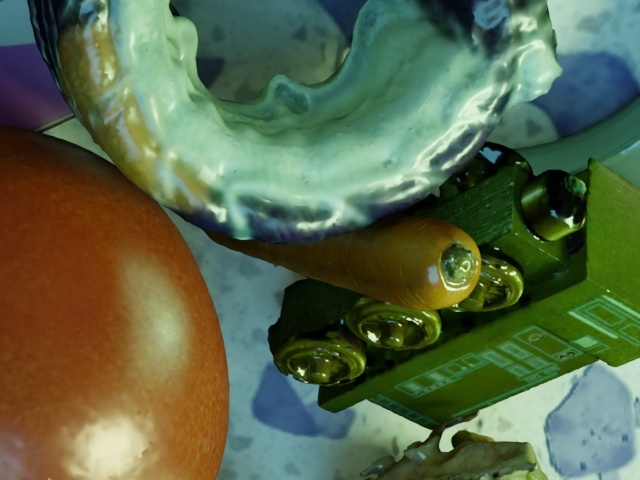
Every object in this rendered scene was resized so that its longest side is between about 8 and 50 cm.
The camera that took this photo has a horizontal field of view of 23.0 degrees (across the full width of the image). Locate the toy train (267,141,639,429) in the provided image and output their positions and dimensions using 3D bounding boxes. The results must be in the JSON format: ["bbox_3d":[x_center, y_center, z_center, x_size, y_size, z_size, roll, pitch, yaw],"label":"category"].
[{"bbox_3d":[0.074,0.031,0.828,0.137,0.090,0.225,28,143,-29],"label":"toy train"}]

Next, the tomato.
[{"bbox_3d":[-0.164,0.070,0.764,0.224,0.256,0.256,-5,121,-28],"label":"tomato"}]

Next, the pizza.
[{"bbox_3d":[0.066,0.163,0.918,0.147,0.069,0.226,9,142,14],"label":"pizza"}]

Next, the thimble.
[{"bbox_3d":[-0.014,-0.115,0.728,0.237,0.150,0.237,-4,105,-17],"label":"thimble"}]

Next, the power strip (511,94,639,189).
[{"bbox_3d":[0.205,-0.106,0.805,0.167,0.054,0.253,22,116,-12],"label":"power strip"}]

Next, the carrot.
[{"bbox_3d":[0.000,0.000,0.784,0.043,0.248,0.043,-5,99,-30],"label":"carrot"}]

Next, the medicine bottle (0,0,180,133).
[{"bbox_3d":[-0.185,-0.144,0.803,0.171,0.052,0.201,-22,113,12],"label":"medicine bottle"}]
